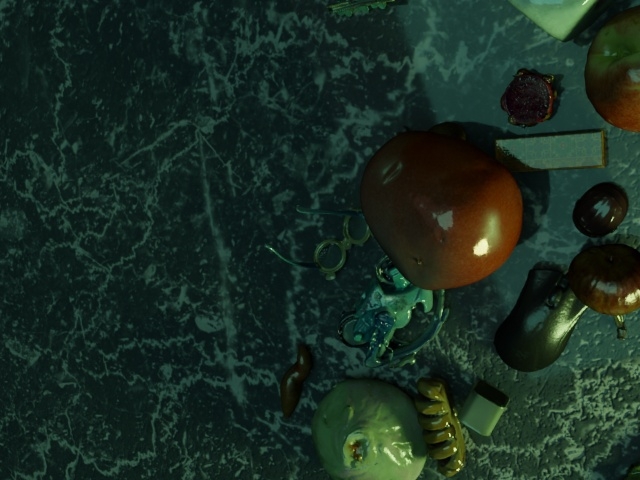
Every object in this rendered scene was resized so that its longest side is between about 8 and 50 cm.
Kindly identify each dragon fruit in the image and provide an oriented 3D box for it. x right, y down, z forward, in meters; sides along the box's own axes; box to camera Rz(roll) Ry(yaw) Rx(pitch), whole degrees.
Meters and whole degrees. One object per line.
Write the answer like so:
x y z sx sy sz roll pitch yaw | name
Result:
0.431 -0.294 1.709 0.112 0.068 0.126 23 122 30 | dragon fruit

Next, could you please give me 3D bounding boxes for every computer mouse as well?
0.468 0.175 1.773 0.147 0.088 0.264 28 107 15 | computer mouse

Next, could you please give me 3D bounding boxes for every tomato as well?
0.232 -0.058 1.688 0.341 0.341 0.273 24 68 19 | tomato

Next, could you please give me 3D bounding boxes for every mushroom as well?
0.284 -0.202 1.790 0.129 0.073 0.088 43 73 6 | mushroom

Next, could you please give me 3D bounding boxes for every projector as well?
0.362 0.372 1.855 0.083 0.083 0.082 30 111 17 | projector

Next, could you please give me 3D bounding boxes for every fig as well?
0.595 0.085 1.676 0.149 0.202 0.148 -37 50 27 | fig

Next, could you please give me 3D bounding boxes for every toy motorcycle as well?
0.169 0.165 1.880 0.206 0.154 0.260 30 109 -8 | toy motorcycle

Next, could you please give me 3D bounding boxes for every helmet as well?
0.564 -0.057 1.688 0.098 0.070 0.123 39 112 13 | helmet

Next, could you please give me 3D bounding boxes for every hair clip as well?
0.096 -0.520 1.829 0.172 0.049 0.049 -3 99 30 | hair clip

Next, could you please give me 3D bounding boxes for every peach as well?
0.624 -0.310 1.540 0.232 0.256 0.233 -31 52 49 | peach

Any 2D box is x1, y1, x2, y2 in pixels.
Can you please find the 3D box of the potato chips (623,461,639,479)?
0.782 0.606 1.703 0.373 0.097 0.389 47 113 11 | potato chips

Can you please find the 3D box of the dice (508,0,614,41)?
0.447 -0.548 1.537 0.262 0.268 0.265 45 115 10 | dice

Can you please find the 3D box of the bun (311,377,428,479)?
0.102 0.475 1.938 0.293 0.187 0.293 6 105 22 | bun

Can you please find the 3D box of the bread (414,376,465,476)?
0.266 0.411 1.876 0.081 0.134 0.225 -17 93 17 | bread

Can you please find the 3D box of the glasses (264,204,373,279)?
-0.010 -0.022 1.900 0.190 0.220 0.088 -48 40 25 | glasses

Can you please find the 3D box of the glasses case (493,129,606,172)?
0.472 -0.181 1.718 0.218 0.049 0.075 -2 93 25 | glasses case

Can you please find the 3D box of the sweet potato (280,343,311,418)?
-0.067 0.354 2.064 0.055 0.058 0.202 34 114 38 | sweet potato
